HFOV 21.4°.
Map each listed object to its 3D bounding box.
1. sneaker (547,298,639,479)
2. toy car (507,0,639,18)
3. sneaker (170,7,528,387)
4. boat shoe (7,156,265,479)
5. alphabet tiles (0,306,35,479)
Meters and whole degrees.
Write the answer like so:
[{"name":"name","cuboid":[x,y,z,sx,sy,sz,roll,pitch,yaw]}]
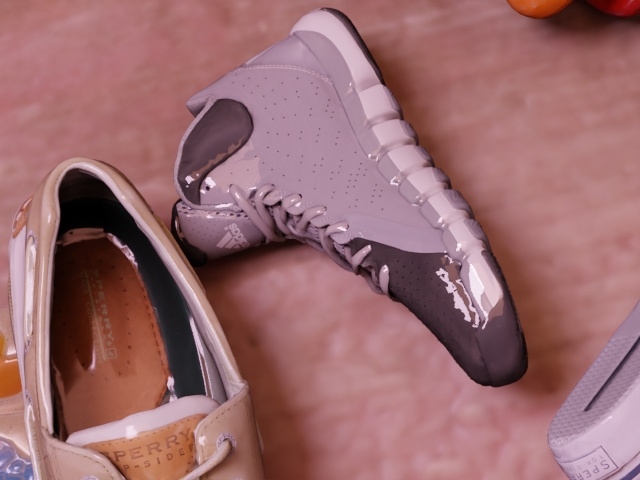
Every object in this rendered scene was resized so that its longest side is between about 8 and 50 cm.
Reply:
[{"name":"sneaker","cuboid":[0.208,0.037,0.793,0.091,0.094,0.258,47,69,-10]},{"name":"toy car","cuboid":[0.147,-0.189,0.872,0.136,0.159,0.182,47,73,-16]},{"name":"sneaker","cuboid":[0.000,0.000,0.822,0.132,0.086,0.229,-27,57,-3]},{"name":"boat shoe","cuboid":[-0.079,0.104,0.754,0.113,0.103,0.302,-18,68,-14]},{"name":"alphabet tiles","cuboid":[-0.265,0.149,0.802,0.285,0.011,0.343,-6,65,1]}]
